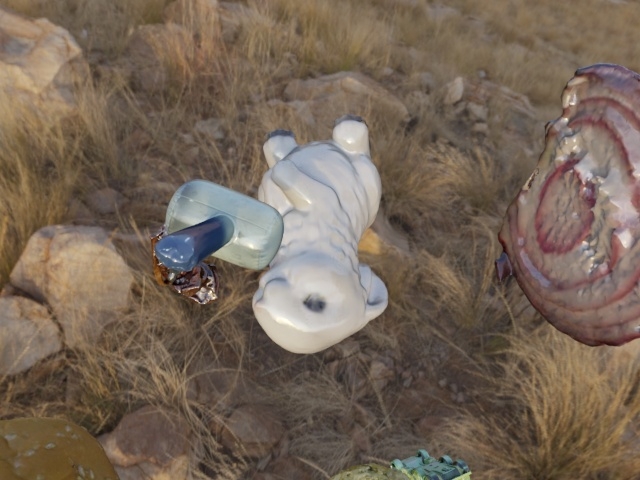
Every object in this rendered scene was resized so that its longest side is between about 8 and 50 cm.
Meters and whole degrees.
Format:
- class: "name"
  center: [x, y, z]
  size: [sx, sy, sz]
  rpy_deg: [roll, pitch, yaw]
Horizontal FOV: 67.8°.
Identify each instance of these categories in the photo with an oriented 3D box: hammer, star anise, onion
- class: "hammer"
  center: [-0.099, -0.005, 0.416]
  size: [0.116, 0.070, 0.194]
  rpy_deg: [22, 11, 0]
- class: "star anise"
  center: [-0.333, 0.063, 1.155]
  size: [0.220, 0.125, 0.190]
  rpy_deg: [54, 8, -14]
- class: "onion"
  center: [0.357, -0.015, 0.564]
  size: [0.146, 0.315, 0.280]
  rpy_deg: [-2, 48, -18]

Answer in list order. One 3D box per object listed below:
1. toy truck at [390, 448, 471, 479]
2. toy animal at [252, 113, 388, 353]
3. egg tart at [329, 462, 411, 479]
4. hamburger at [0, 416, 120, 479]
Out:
- class: "toy truck"
  center: [0.309, 0.686, 1.346]
  size: [0.128, 0.259, 0.135]
  rpy_deg: [-10, 84, -25]
- class: "toy animal"
  center: [0.000, 0.000, 0.694]
  size: [0.193, 0.258, 0.358]
  rpy_deg: [-15, 53, 21]
- class: "egg tart"
  center: [0.080, 0.562, 0.909]
  size: [0.118, 0.288, 0.288]
  rpy_deg: [51, 40, -16]
- class: "hamburger"
  center: [-0.257, 0.278, 0.396]
  size: [0.144, 0.283, 0.260]
  rpy_deg: [-23, 82, 0]
